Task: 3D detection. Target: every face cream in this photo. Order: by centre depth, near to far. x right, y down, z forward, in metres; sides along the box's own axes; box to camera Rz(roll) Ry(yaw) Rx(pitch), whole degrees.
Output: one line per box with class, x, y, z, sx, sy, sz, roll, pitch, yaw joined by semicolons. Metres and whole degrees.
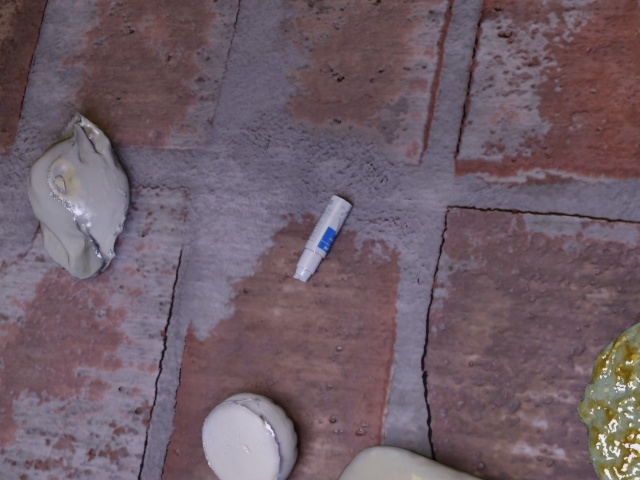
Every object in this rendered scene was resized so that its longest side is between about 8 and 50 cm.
face cream;0.000;0.000;1.629;0.034;0.034;0.130;26;80;21

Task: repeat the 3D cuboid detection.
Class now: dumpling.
dumpling;-0.371;-0.062;1.718;0.172;0.142;0.247;-21;71;46

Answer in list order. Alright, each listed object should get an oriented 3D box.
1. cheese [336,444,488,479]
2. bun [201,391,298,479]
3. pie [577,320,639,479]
cheese;0.188;0.362;1.407;0.351;0.129;0.328;-35;69;5
bun;-0.082;0.263;1.541;0.138;0.094;0.138;8;105;32
pie;0.423;0.206;1.418;0.201;0.090;0.248;33;85;26
